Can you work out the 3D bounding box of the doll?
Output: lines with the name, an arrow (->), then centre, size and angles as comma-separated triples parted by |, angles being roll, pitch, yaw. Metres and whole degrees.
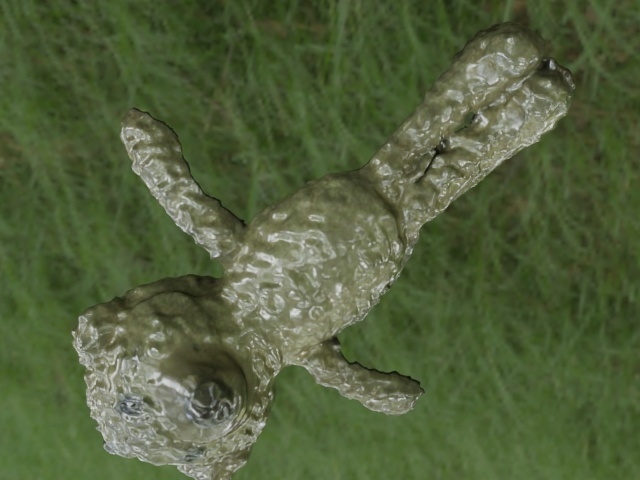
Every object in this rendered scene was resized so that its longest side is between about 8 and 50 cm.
doll -> 0.008, 0.014, 0.696 | 0.286, 0.203, 0.091 | -18, -155, -12
